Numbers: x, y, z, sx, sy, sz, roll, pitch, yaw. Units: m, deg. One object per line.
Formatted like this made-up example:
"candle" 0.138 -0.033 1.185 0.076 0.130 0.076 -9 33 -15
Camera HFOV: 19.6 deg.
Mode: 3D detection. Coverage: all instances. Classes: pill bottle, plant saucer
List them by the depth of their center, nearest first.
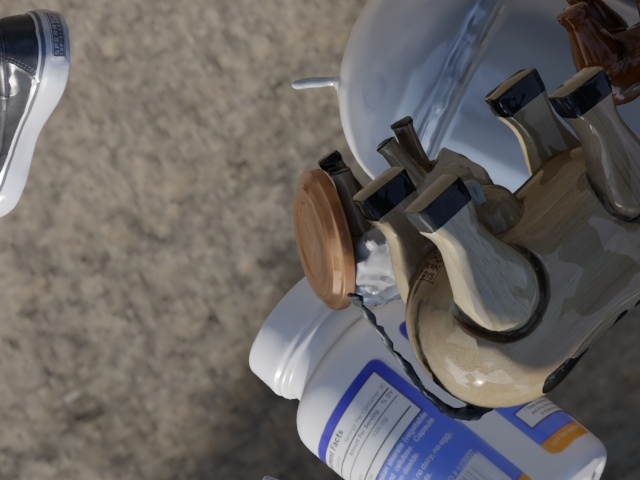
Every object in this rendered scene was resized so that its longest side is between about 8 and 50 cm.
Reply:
"plant saucer" 0.000 0.000 1.076 0.013 0.083 0.083 -11 141 -16
"pill bottle" 0.079 0.142 1.477 0.152 0.272 0.152 -43 158 -23

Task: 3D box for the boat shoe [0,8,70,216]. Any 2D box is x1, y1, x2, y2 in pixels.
"boat shoe" -0.237 -0.083 1.285 0.076 0.080 0.228 -4 158 -26

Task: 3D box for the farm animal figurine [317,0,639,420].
"farm animal figurine" 0.174 -0.016 0.970 0.327 0.330 0.172 -32 106 0

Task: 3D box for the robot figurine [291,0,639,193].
"robot figurine" 0.162 -0.088 1.328 0.300 0.353 0.200 -61 174 -12

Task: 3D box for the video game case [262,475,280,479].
"video game case" 0.007 0.364 1.854 0.023 0.212 0.193 115 -3 -75
